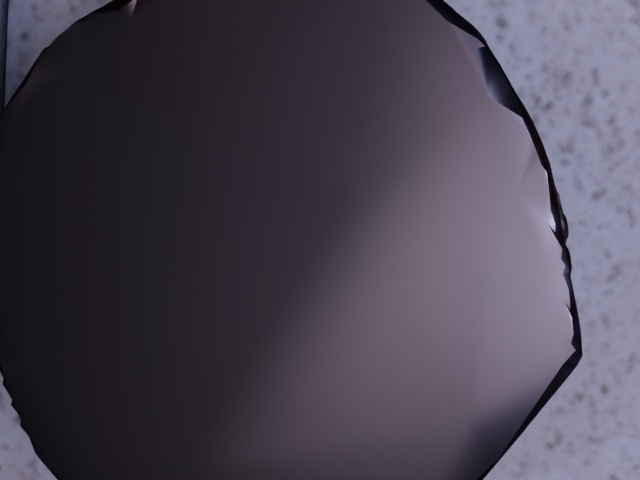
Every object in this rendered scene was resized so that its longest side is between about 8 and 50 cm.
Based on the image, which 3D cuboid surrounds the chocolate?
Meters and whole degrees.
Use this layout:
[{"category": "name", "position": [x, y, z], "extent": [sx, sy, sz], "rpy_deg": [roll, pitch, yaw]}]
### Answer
[{"category": "chocolate", "position": [0.000, 0.000, 0.655], "extent": [0.283, 0.186, 0.284], "rpy_deg": [3, 97, 23]}]

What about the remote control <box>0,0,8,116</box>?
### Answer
[{"category": "remote control", "position": [-0.203, -0.213, 0.715], "extent": [0.107, 0.044, 0.378], "rpy_deg": [19, 116, 21]}]
